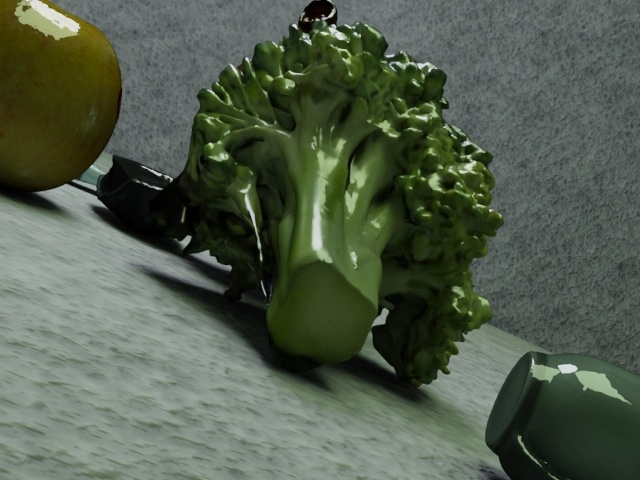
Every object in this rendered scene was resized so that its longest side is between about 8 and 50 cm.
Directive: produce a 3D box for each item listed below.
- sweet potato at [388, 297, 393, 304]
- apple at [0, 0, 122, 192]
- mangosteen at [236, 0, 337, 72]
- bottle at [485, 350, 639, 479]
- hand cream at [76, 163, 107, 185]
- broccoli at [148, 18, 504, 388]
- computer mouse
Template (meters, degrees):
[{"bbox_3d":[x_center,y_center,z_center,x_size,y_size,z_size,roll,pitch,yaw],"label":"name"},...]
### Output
[{"bbox_3d":[0.044,0.054,0.871,0.226,0.068,0.068,15,7,-37],"label":"sweet potato"},{"bbox_3d":[-0.257,-0.127,0.687,0.183,0.155,0.182,24,2,-1],"label":"apple"},{"bbox_3d":[-0.006,-0.094,0.758,0.212,0.249,0.211,6,26,-3],"label":"mangosteen"},{"bbox_3d":[0.207,0.138,0.411,0.254,0.079,0.096,26,40,4],"label":"bottle"},{"bbox_3d":[-0.364,-0.129,0.960,0.331,0.058,0.085,24,0,-27],"label":"hand cream"},{"bbox_3d":[0.000,0.000,0.558,0.247,0.262,0.243,-7,25,8],"label":"broccoli"},{"bbox_3d":[-0.172,-0.039,0.831,0.106,0.062,0.192,23,-4,-19],"label":"computer mouse"}]
